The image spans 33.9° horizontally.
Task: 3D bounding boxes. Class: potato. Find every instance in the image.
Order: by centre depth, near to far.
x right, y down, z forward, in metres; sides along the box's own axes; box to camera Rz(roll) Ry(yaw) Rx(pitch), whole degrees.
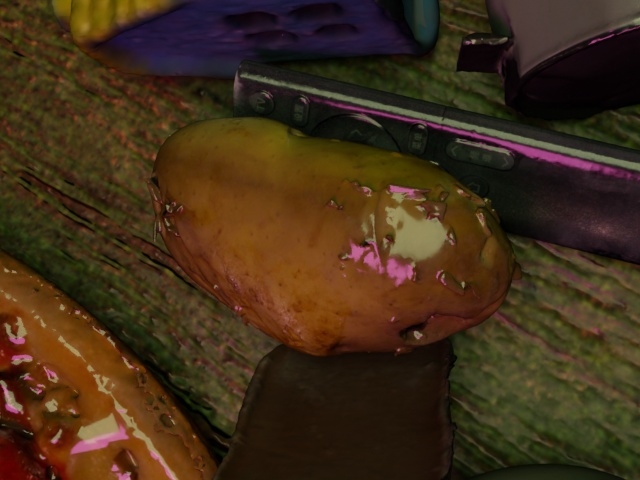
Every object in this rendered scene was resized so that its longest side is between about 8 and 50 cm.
[{"bbox_3d":[0.000,0.000,0.788,0.300,0.140,0.173,15,120,27],"label":"potato"}]

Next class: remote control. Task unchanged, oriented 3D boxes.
[{"bbox_3d":[0.112,-0.057,0.825,0.377,0.107,0.044,15,43,10],"label":"remote control"}]

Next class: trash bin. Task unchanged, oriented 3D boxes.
[{"bbox_3d":[0.217,-0.247,0.772,0.277,0.217,0.263,-11,80,-2],"label":"trash bin"}]

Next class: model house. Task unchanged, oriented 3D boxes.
[{"bbox_3d":[-0.071,-0.259,0.831,0.303,0.215,0.237,-4,82,13],"label":"model house"}]

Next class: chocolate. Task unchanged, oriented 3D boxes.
[{"bbox_3d":[0.020,0.150,0.748,0.161,0.261,0.083,-1,110,11],"label":"chocolate"}]

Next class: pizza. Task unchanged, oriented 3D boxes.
[{"bbox_3d":[-0.305,0.221,0.835,0.440,0.130,0.406,39,87,13],"label":"pizza"}]

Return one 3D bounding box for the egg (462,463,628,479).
[{"bbox_3d":[0.125,0.266,0.717,0.282,0.203,0.203,-26,78,4],"label":"egg"}]
